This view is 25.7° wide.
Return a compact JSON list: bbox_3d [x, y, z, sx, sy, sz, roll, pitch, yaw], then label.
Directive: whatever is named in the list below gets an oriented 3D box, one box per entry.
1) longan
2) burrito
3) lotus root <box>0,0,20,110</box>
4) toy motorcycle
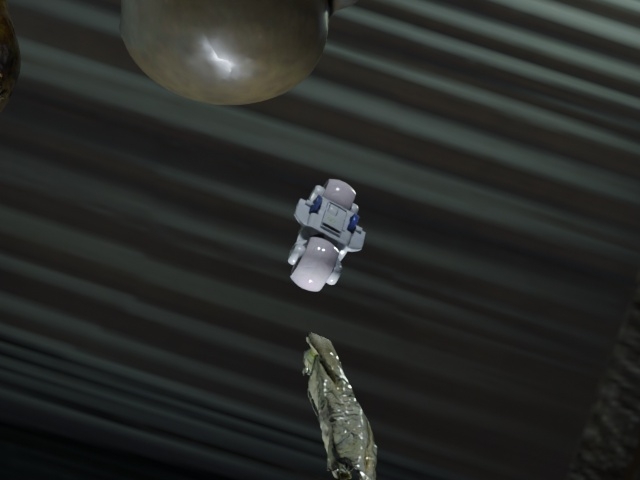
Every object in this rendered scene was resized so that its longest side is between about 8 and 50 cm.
[{"bbox_3d":[-0.100,-0.288,1.663,0.300,0.300,0.243,-75,150,-45],"label":"longan"},{"bbox_3d":[0.018,0.204,1.643,0.063,0.058,0.229,-34,-137,10],"label":"burrito"},{"bbox_3d":[-0.381,-0.191,1.349,0.179,0.196,0.397,-31,-171,-14],"label":"lotus root"},{"bbox_3d":[0.000,0.000,1.963,0.254,0.112,0.112,-72,-179,-60],"label":"toy motorcycle"}]
